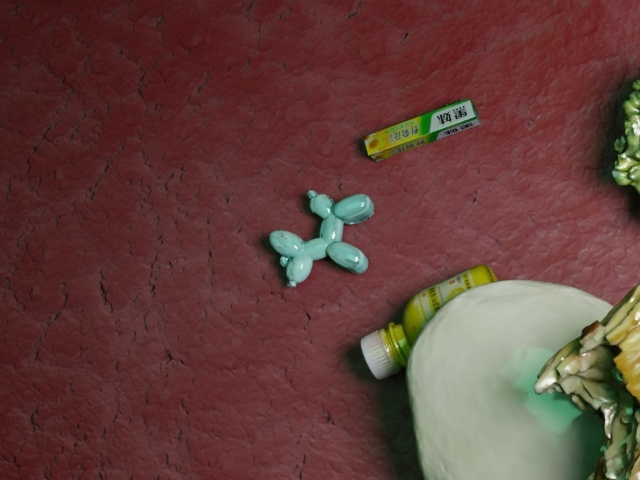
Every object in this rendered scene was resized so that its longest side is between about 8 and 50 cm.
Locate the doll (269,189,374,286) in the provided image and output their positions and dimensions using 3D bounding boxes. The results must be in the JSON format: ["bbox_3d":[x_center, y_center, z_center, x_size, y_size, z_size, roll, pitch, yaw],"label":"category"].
[{"bbox_3d":[0.000,0.000,1.774,0.158,0.059,0.159,8,78,20],"label":"doll"}]

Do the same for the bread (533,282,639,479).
[{"bbox_3d":[0.391,0.253,1.245,0.370,0.191,0.314,45,101,9],"label":"bread"}]

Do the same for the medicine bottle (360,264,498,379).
[{"bbox_3d":[0.165,0.128,1.639,0.212,0.122,0.122,-25,67,11],"label":"medicine bottle"}]

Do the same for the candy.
[{"bbox_3d":[0.295,0.249,1.487,0.386,0.186,0.427,-42,79,10],"label":"candy"}]

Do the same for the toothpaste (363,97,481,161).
[{"bbox_3d":[0.156,-0.170,1.775,0.178,0.043,0.037,-19,69,14],"label":"toothpaste"}]

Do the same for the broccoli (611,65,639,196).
[{"bbox_3d":[0.571,-0.123,1.521,0.334,0.272,0.324,-33,105,1],"label":"broccoli"}]
